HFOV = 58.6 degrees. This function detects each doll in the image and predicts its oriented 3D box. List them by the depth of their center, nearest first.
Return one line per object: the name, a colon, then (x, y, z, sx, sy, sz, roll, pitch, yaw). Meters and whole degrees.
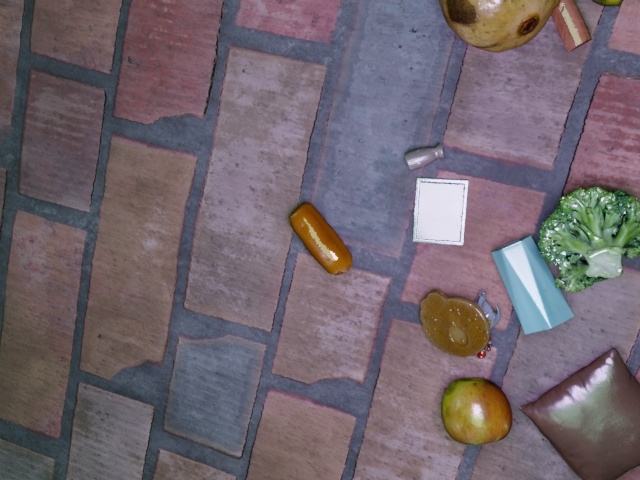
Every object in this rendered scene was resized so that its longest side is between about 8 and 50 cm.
doll: (0.442, 0.232, 1.590, 0.104, 0.062, 0.195, 22, 116, 54)

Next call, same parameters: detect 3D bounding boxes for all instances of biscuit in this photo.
biscuit: (0.375, 0.230, 1.578, 0.208, 0.049, 0.181, 8, 112, 39)

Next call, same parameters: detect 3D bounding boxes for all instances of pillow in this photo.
pillow: (0.755, 0.482, 1.529, 0.305, 0.108, 0.308, -42, 87, 15)

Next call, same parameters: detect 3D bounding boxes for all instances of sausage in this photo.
sausage: (0.608, -0.558, 1.415, 0.065, 0.065, 0.169, -26, 92, 17)
sausage: (0.000, 0.000, 1.644, 0.098, 0.098, 0.238, -39, 88, 17)

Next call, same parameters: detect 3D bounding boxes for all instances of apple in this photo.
apple: (0.426, 0.466, 1.567, 0.196, 0.196, 0.196, 2, 100, 13)

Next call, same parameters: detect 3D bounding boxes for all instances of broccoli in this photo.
broccoli: (0.677, 0.000, 1.403, 0.269, 0.241, 0.261, -4, 112, 19)

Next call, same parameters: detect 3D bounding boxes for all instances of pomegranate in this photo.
pomegranate: (0.421, -0.586, 1.341, 0.281, 0.281, 0.281, 2, 100, 13)

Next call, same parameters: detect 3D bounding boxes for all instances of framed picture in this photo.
framed picture: (0.333, -0.081, 1.588, 0.142, 0.011, 0.183, 4, 101, 13)

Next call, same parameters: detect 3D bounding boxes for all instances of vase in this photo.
vase: (0.285, -0.228, 1.554, 0.100, 0.053, 0.053, -17, 95, 12)

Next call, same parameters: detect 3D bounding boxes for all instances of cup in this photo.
cup: (0.548, 0.115, 1.510, 0.148, 0.134, 0.236, -25, 85, -17)

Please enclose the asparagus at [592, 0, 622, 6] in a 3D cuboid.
asparagus: (0.596, -0.677, 1.387, 0.343, 0.085, 0.082, 34, 129, 4)
